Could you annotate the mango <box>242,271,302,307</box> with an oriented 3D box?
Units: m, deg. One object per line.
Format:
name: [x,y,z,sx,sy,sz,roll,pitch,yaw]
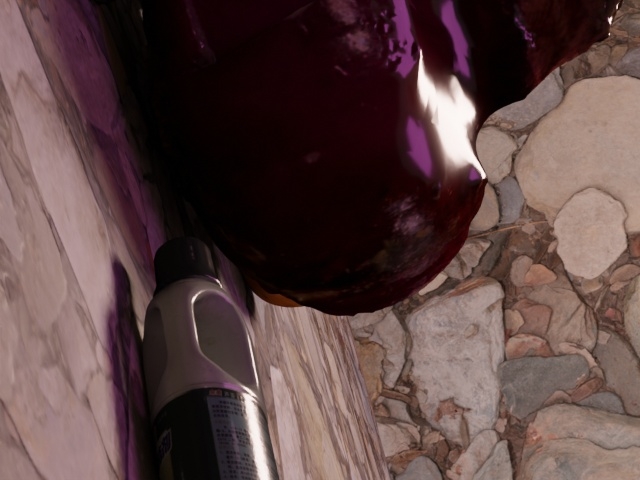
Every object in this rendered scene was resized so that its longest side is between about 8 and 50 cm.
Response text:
mango: [0.000,0.000,1.454,0.112,0.145,0.219,55,-36,-6]

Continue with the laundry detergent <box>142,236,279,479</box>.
laundry detergent: [-0.067,0.093,0.835,0.099,0.070,0.225,59,15,-53]

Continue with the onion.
onion: [0.059,-0.158,1.208,0.398,0.420,0.398,157,-90,-88]

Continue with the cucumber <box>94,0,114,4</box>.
cucumber: [-0.171,-0.347,1.046,0.145,0.105,0.325,62,15,-77]
